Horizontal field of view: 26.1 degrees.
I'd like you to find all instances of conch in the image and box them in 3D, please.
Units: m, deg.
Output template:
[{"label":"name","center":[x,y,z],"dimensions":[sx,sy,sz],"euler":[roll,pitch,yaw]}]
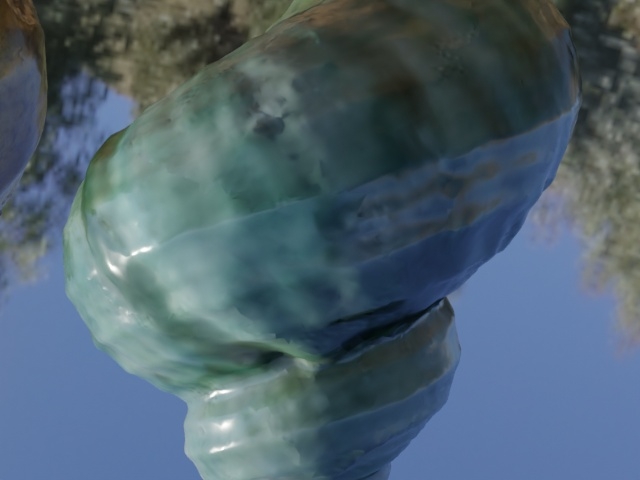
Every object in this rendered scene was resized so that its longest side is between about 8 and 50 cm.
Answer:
[{"label":"conch","center":[0.000,0.000,0.582],"dimensions":[0.220,0.277,0.195],"euler":[3,-179,-44]}]

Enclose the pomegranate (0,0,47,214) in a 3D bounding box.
[{"label":"pomegranate","center":[-0.295,-0.095,0.806],"dimensions":[0.281,0.281,0.281],"euler":[12,-157,-5]}]
